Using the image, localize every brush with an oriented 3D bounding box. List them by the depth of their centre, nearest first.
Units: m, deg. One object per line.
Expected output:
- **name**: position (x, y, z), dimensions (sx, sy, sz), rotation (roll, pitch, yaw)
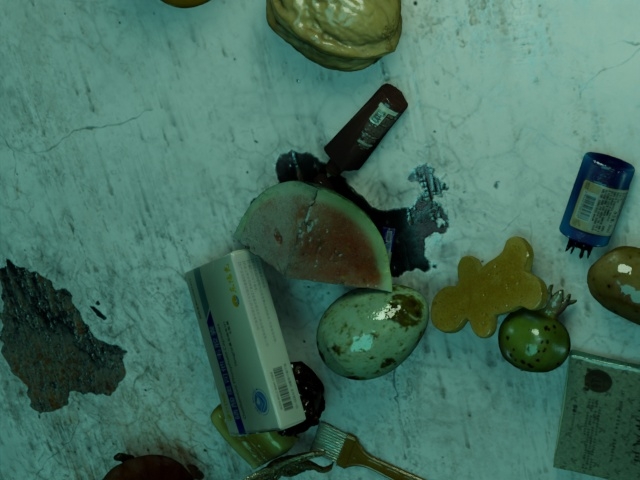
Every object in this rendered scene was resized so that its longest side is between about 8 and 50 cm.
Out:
- **brush**: position (0.128, 0.474, 2.213), dimensions (0.314, 0.017, 0.090), rotation (24, 122, 10)

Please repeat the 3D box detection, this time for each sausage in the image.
- **sausage**: position (0.683, 0.121, 1.729), dimensions (0.501, 0.123, 0.136), rotation (14, 91, 17)

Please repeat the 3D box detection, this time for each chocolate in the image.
- **chocolate**: position (-0.053, 0.329, 2.119), dimensions (0.156, 0.133, 0.156), rotation (-1, 97, -7)

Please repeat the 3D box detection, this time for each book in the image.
- **book**: position (0.622, 0.347, 1.920), dimensions (0.379, 0.031, 0.264), rotation (10, 119, 19)

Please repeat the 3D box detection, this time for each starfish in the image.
- **starfish**: position (-0.084, 0.472, 2.191), dimensions (0.213, 0.238, 0.057), rotation (-46, 54, 49)

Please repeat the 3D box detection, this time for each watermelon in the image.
- **watermelon**: position (0.000, 0.000, 1.937), dimensions (0.260, 0.176, 0.256), rotation (10, 158, -19)

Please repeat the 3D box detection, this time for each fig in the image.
- **fig**: position (-0.385, 0.585, 2.393), dimensions (0.235, 0.214, 0.235), rotation (0, 104, -2)

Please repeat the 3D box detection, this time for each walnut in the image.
- **walnut**: position (0.023, -0.377, 1.727), dimensions (0.245, 0.198, 0.198), rotation (35, 124, 8)

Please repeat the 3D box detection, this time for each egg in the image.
- **egg**: position (0.099, 0.165, 1.978), dimensions (0.231, 0.169, 0.169), rotation (-33, 99, 23)

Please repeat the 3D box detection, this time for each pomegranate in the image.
- **pomegranate**: position (0.383, 0.156, 1.886), dimensions (0.129, 0.129, 0.159), rotation (13, 76, 18)

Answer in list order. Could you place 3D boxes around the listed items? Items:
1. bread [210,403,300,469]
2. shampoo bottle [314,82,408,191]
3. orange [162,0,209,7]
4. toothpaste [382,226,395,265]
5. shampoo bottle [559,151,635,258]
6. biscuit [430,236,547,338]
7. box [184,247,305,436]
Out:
- **bread**: position (-0.138, 0.392, 2.245), dimensions (0.134, 0.085, 0.173), rotation (-31, 101, 30)
- **shampoo bottle**: position (0.065, -0.174, 1.884), dimensions (0.068, 0.067, 0.236), rotation (49, 126, 10)
- **orange**: position (-0.206, -0.496, 1.752), dimensions (0.183, 0.249, 0.249), rotation (26, 124, -9)
- **toothpaste**: position (0.125, 0.015, 1.984), dimensions (0.024, 0.015, 0.083), rotation (11, 113, 20)
- **shampoo bottle**: position (0.457, -0.054, 1.780), dimensions (0.087, 0.050, 0.183), rotation (19, 121, 11)
- **biscuit**: position (0.294, 0.095, 1.889), dimensions (0.240, 0.035, 0.158), rotation (-30, 57, 38)
- **box**: position (-0.149, 0.200, 2.061), dimensions (0.200, 0.065, 0.343), rotation (-21, 84, 54)
